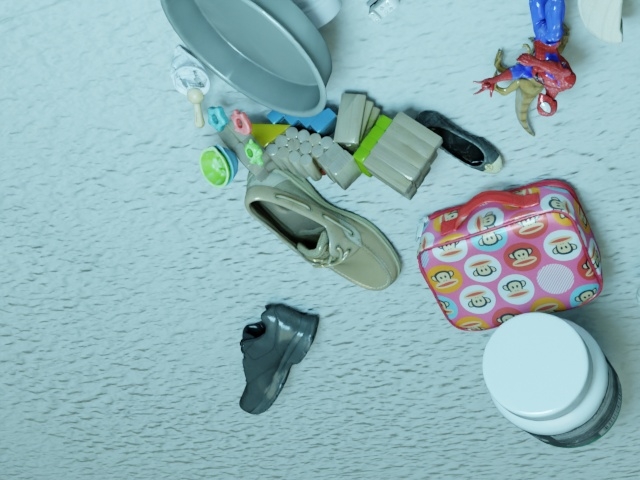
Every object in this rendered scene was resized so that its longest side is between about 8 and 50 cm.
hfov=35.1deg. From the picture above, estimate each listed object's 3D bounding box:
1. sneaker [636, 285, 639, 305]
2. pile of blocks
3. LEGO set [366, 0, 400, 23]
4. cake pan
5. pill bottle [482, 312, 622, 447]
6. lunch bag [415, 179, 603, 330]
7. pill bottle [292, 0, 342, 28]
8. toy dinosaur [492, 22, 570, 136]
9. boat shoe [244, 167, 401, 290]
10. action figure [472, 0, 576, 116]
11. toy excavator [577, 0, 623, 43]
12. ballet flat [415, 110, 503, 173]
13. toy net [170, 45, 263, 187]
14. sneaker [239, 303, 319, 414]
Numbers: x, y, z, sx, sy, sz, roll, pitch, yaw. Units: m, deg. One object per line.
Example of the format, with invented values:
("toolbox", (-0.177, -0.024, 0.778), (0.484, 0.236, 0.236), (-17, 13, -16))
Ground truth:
("sneaker", (0.631, 0.006, 1.692), (0.118, 0.110, 0.292), (36, 120, -12))
("pile of blocks", (0.020, -0.154, 1.649), (0.362, 0.149, 0.112), (10, 168, 14))
("LEGO set", (0.127, -0.393, 1.413), (0.087, 0.093, 0.227), (39, 126, -24))
("cake pan", (-0.101, -0.295, 1.472), (0.293, 0.054, 0.293), (32, 163, 11))
("pill bottle", (0.407, 0.246, 1.773), (0.204, 0.204, 0.361), (-12, 159, 19))
("lunch bag", (0.315, 0.019, 1.734), (0.293, 0.120, 0.258), (-16, 127, 23))
("pill bottle", (-0.056, -0.401, 1.420), (0.119, 0.119, 0.208), (-14, 128, 21))
("toy dinosaur", (0.314, -0.237, 1.544), (0.112, 0.064, 0.211), (14, 133, -5))
("boat shoe", (0.000, 0.000, 1.775), (0.341, 0.110, 0.121), (35, 128, -21))
("action figure", (0.289, -0.295, 1.418), (0.139, 0.091, 0.280), (-21, 121, -19))
("toy excavator", (0.626, -0.272, 1.396), (0.433, 0.222, 0.445), (-20, 112, 25))
("ballet flat", (0.223, -0.151, 1.644), (0.173, 0.049, 0.057), (28, 131, -16))
("toy net", (-0.178, -0.202, 1.587), (0.122, 0.045, 0.232), (-26, 92, 51))
("sneaker", (-0.110, 0.230, 2.020), (0.130, 0.109, 0.286), (26, 121, -6))
